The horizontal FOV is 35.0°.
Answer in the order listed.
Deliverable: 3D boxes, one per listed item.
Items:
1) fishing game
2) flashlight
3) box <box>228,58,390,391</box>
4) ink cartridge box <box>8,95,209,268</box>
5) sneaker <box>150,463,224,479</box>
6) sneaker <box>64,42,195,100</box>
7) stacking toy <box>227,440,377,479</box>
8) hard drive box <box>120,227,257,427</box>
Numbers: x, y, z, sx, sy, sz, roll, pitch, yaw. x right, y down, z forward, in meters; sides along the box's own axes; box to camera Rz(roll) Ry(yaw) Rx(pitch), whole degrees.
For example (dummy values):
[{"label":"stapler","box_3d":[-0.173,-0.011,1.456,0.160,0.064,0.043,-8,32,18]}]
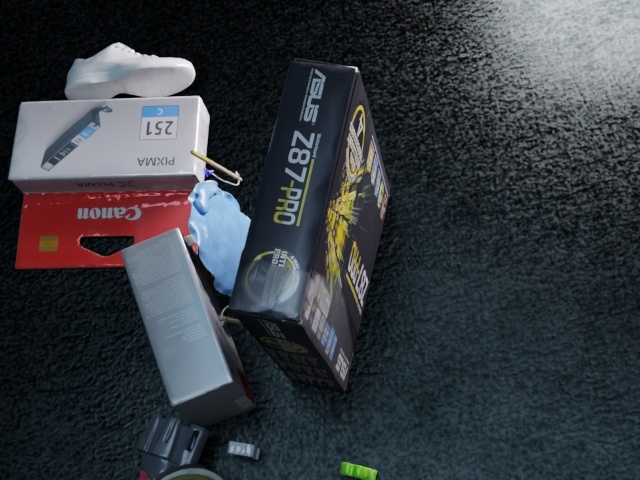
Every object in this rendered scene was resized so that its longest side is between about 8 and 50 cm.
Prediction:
[{"label":"fishing game","box_3d":[-0.141,0.004,1.451,0.041,0.189,0.264,-21,72,22]},{"label":"flashlight","box_3d":[-0.256,0.385,1.375,0.103,0.103,0.304,24,70,-11]},{"label":"box","box_3d":[0.000,0.000,1.314,0.097,0.395,0.318,11,72,13]},{"label":"ink cartridge box","box_3d":[-0.329,-0.090,1.565,0.296,0.066,0.261,-1,69,7]},{"label":"sneaker","box_3d":[-0.116,0.467,1.226,0.158,0.182,0.410,-26,78,-9]},{"label":"sneaker","box_3d":[-0.306,-0.280,1.628,0.212,0.080,0.094,-6,58,6]},{"label":"stacking toy","box_3d":[-0.041,0.373,1.374,0.221,0.052,0.166,8,74,8]},{"label":"hard drive box","box_3d":[-0.181,0.126,1.408,0.089,0.181,0.232,-22,70,-1]}]
